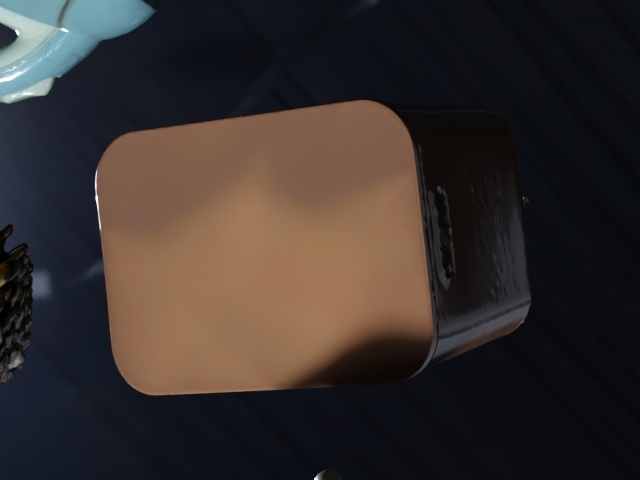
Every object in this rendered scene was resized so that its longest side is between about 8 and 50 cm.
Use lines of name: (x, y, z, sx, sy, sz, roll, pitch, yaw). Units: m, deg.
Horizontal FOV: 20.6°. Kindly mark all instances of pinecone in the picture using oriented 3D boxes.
pinecone: (-0.446, 0.059, 1.895, 0.246, 0.292, 0.246, -59, 14, 25)

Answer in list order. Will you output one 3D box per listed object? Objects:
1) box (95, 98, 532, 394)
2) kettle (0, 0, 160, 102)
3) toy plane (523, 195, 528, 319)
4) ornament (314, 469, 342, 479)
box: (0.000, 0.000, 1.614, 0.339, 0.239, 0.229, -6, 3, 32)
kettle: (-0.304, -0.305, 1.683, 0.319, 0.342, 0.247, -46, -11, 12)
toy plane: (0.171, 0.046, 1.984, 0.229, 0.092, 0.244, -52, 16, 2)
ornament: (-0.015, 0.246, 1.303, 0.230, 0.061, 0.245, -24, 14, 1)
